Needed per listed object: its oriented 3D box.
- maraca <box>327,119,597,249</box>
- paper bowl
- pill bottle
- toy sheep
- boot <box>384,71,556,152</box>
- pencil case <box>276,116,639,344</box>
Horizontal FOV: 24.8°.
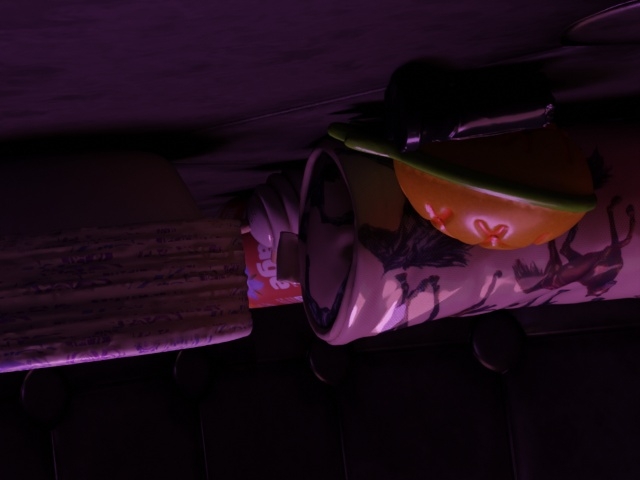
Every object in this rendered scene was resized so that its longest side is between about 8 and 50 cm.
[{"bbox_3d":[0.097,-0.051,0.982,0.186,0.099,0.127,18,-171,17],"label":"maraca"},{"bbox_3d":[-0.197,0.017,1.065,0.284,0.148,0.284,-7,177,0],"label":"paper bowl"},{"bbox_3d":[0.000,0.000,1.481,0.216,0.121,0.121,-10,176,37],"label":"pill bottle"},{"bbox_3d":[-0.021,-0.024,1.291,0.132,0.091,0.091,-22,-178,-17],"label":"toy sheep"},{"bbox_3d":[0.091,-0.079,0.869,0.099,0.045,0.121,-4,-176,-1],"label":"boot"},{"bbox_3d":[0.176,-0.018,1.157,0.410,0.160,0.183,-6,165,-14],"label":"pencil case"}]
